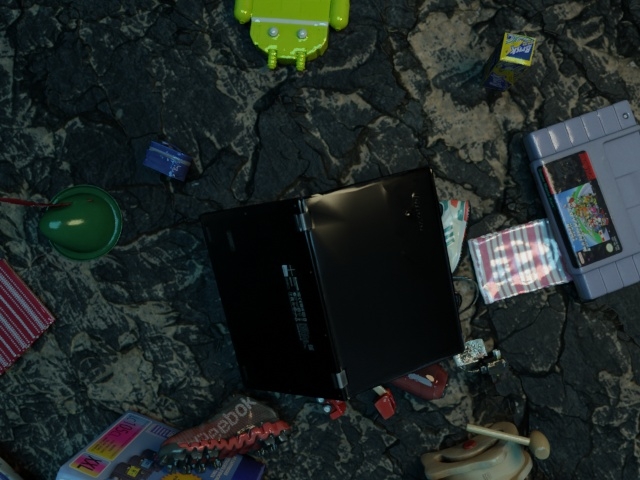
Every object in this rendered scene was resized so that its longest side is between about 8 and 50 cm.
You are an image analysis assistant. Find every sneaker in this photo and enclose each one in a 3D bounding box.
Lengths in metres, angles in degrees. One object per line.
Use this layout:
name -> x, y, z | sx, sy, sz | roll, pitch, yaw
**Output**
sneaker -> 0.268, -0.009, 1.096 | 0.075, 0.057, 0.161 | 11, 92, 21
sneaker -> -0.198, 0.378, 1.051 | 0.097, 0.276, 0.135 | -56, 48, 39

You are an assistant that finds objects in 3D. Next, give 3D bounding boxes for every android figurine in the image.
android figurine -> -0.061, -0.499, 1.116 | 0.248, 0.056, 0.273 | 7, 89, 4

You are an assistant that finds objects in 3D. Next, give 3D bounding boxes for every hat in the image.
hat -> -0.553, -0.037, 1.086 | 0.208, 0.183, 0.173 | -9, 90, 4

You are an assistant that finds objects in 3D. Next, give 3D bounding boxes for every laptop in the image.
laptop -> 0.022, 0.086, 1.033 | 0.408, 0.236, 0.382 | -6, 101, 36

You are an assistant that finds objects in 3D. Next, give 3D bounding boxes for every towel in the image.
towel -> -0.755, 0.204, 1.179 | 0.275, 0.031, 0.199 | -44, 85, 1
towel -> 0.421, 0.041, 1.090 | 0.197, 0.029, 0.144 | -16, 88, 4

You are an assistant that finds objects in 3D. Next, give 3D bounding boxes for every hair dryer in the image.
hair dryer -> 0.222, 0.220, 1.097 | 0.293, 0.080, 0.223 | -20, 69, 1

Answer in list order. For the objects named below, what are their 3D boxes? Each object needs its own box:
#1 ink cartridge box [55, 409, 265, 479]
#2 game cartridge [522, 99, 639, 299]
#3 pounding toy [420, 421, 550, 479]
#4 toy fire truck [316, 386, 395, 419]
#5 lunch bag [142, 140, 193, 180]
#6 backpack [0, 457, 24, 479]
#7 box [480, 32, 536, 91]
ink cartridge box -> -0.281, 0.516, 1.023 | 0.395, 0.270, 0.151 | 22, 97, 4
game cartridge -> 0.570, -0.081, 1.050 | 0.230, 0.068, 0.355 | -20, 89, -9
pounding toy -> 0.322, 0.413, 1.049 | 0.269, 0.154, 0.155 | -26, 88, 23
toy fire truck -> 0.055, 0.305, 1.098 | 0.135, 0.047, 0.192 | -34, 88, 14
lunch bag -> -0.332, -0.177, 1.128 | 0.098, 0.067, 0.065 | 24, 91, 5
backpack -> -0.747, 0.597, 1.086 | 0.290, 0.273, 0.355 | -37, 77, 7
box -> 0.365, -0.347, 1.024 | 0.059, 0.169, 0.054 | 13, 92, 5
